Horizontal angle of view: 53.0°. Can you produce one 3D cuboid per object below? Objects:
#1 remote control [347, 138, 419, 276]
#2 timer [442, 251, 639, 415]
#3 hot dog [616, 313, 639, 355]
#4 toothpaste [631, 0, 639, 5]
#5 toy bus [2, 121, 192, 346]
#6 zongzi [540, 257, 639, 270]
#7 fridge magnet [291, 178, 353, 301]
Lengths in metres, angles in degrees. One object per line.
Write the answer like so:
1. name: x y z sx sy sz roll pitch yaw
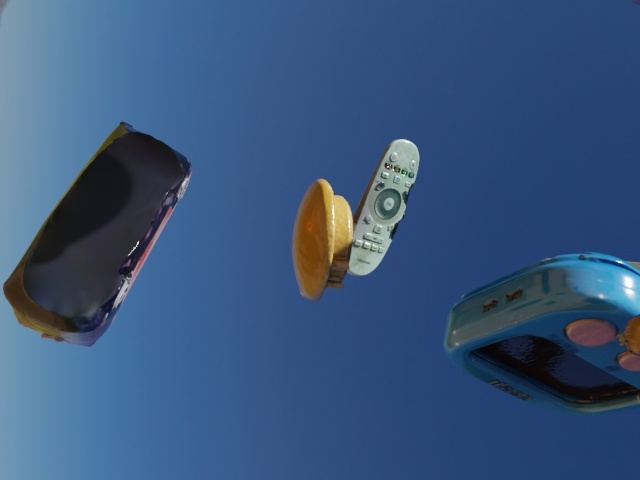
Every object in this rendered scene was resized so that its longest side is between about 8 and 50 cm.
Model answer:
1. remote control: 0.105 -0.056 1.138 0.045 0.097 0.256 35 -77 54
2. timer: 0.368 0.147 0.931 0.309 0.339 0.115 -36 -146 48
3. hot dog: 0.420 0.049 0.521 0.337 0.100 0.135 -20 -134 19
4. toothpaste: 0.249 -0.224 0.531 0.043 0.067 0.195 -50 -147 31
5. toy bus: -0.277 -0.006 0.830 0.147 0.127 0.303 126 -14 -56
6. zongzi: 0.585 0.156 1.187 0.317 0.154 0.290 10 -50 45
7. fridge magnet: 0.000 0.000 0.751 0.143 0.062 0.143 -176 -90 -78
